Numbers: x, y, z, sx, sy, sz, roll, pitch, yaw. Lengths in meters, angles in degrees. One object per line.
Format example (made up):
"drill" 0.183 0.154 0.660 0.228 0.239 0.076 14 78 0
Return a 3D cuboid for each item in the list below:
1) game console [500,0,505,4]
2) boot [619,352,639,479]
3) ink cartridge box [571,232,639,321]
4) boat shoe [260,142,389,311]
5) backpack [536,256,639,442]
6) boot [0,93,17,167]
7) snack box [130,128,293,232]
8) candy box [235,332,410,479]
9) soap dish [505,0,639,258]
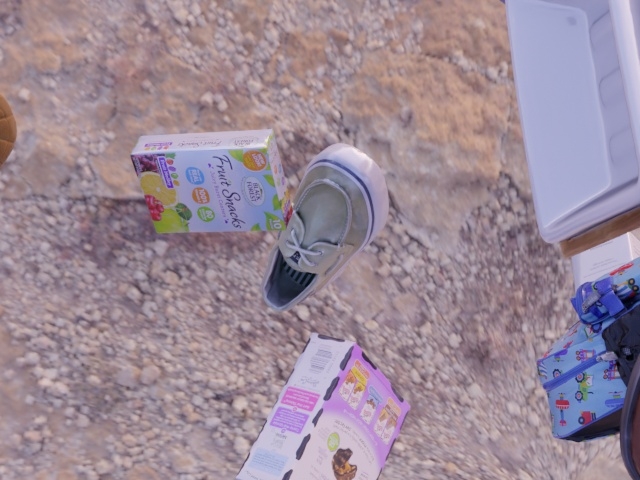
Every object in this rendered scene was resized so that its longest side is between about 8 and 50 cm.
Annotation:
"game console" 0.328 -0.460 1.544 0.250 0.293 0.173 38 87 4
"boot" 0.310 0.069 0.545 0.264 0.280 0.096 -38 103 -5
"ink cartridge box" 0.422 0.116 1.424 0.093 0.154 0.212 -23 46 35
"boat shoe" 0.000 0.000 1.252 0.109 0.302 0.094 36 60 10
"backpack" 0.243 0.079 0.813 0.173 0.158 0.116 -35 78 32
"boot" -0.420 -0.052 0.920 0.204 0.095 0.262 11 48 26
"snack box" -0.107 -0.057 1.046 0.141 0.100 0.037 -1 39 15
"candy box" 0.009 0.236 1.240 0.070 0.165 0.196 8 59 38
"soap dish" 0.269 -0.147 0.940 0.118 0.229 0.290 -3 78 -14
